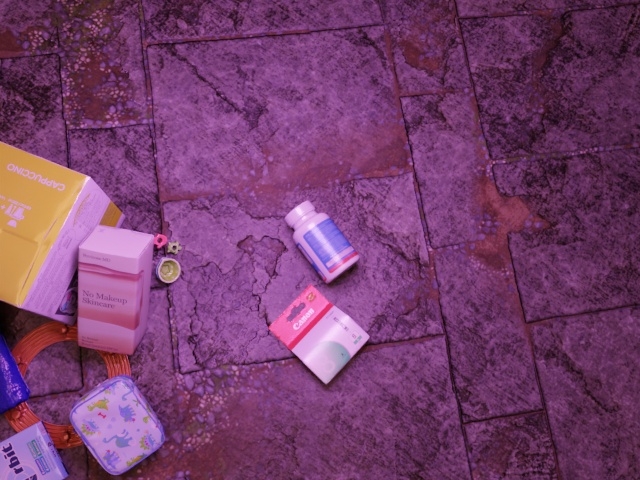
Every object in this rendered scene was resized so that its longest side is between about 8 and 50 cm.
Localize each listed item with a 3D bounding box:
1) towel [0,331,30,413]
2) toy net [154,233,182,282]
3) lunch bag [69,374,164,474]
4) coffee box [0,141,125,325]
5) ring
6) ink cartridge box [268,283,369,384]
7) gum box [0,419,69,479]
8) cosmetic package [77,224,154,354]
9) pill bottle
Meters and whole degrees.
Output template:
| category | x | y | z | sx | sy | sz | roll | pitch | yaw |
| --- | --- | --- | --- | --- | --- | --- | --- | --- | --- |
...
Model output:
| category | x | y | z | sx | sy | sz | roll | pitch | yaw |
| --- | --- | --- | --- | --- | --- | --- | --- | --- | --- |
| towel | -0.886 | 0.315 | 1.527 | 0.227 | 0.076 | 0.308 | -28 | 81 | 12 |
| toy net | -0.477 | 0.031 | 1.597 | 0.232 | 0.045 | 0.122 | 23 | 82 | -41 |
| lunch bag | -0.518 | 0.467 | 1.514 | 0.176 | 0.090 | 0.219 | -34 | 100 | -13 |
| coffee box | -0.747 | -0.022 | 1.482 | 0.337 | 0.334 | 0.338 | 22 | 75 | 3 |
| ring | -0.675 | 0.374 | 1.569 | 0.336 | 0.032 | 0.337 | 1 | 77 | -6 |
| ink cartridge box | -0.004 | 0.257 | 1.653 | 0.224 | 0.056 | 0.181 | 44 | 77 | 3 |
| gum box | -0.756 | 0.570 | 1.496 | 0.184 | 0.041 | 0.157 | -28 | 87 | -3 |
| cosmetic package | -0.521 | 0.128 | 1.509 | 0.153 | 0.129 | 0.296 | 10 | 117 | -2 |
| pill bottle | 0.000 | 0.000 | 1.672 | 0.124 | 0.124 | 0.221 | -36 | 84 | -12 |
